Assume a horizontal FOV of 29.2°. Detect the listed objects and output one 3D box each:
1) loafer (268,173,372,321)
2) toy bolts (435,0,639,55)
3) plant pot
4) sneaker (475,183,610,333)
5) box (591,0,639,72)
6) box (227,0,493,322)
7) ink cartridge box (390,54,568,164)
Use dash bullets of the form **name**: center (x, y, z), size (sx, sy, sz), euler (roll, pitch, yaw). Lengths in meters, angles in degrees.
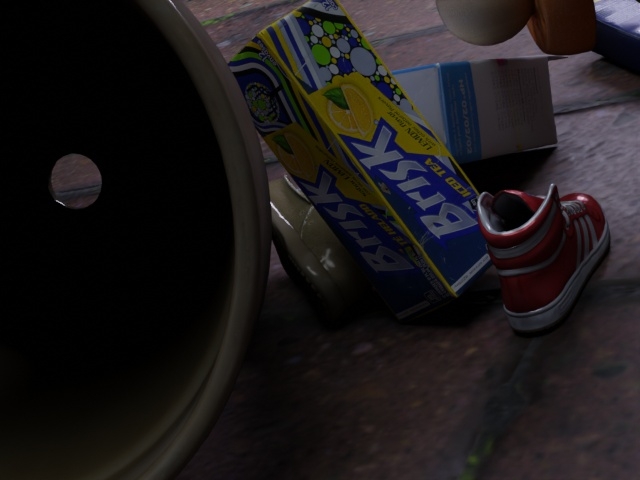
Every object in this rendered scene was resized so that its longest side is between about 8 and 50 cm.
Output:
- **loafer**: center (0.000, 0.000, 0.740), size (0.050, 0.056, 0.148), euler (-24, 32, -6)
- **toy bolts**: center (0.151, -0.145, 0.652), size (0.159, 0.228, 0.218), euler (-19, 59, 0)
- **plant pot**: center (-0.170, -0.021, 0.671), size (0.323, 0.323, 0.280), euler (-19, 6, 10)
- **sneaker**: center (0.116, -0.012, 0.632), size (0.042, 0.067, 0.118), euler (-9, 26, 30)
- **box**: center (0.274, -0.158, 0.852), size (0.136, 0.036, 0.225), euler (-24, 24, -3)
- **box**: center (0.024, -0.043, 0.651), size (0.059, 0.169, 0.054), euler (-39, 4, -35)
- **ink cartridge box**: center (0.081, -0.080, 0.786), size (0.104, 0.061, 0.181), euler (-4, 7, 36)
